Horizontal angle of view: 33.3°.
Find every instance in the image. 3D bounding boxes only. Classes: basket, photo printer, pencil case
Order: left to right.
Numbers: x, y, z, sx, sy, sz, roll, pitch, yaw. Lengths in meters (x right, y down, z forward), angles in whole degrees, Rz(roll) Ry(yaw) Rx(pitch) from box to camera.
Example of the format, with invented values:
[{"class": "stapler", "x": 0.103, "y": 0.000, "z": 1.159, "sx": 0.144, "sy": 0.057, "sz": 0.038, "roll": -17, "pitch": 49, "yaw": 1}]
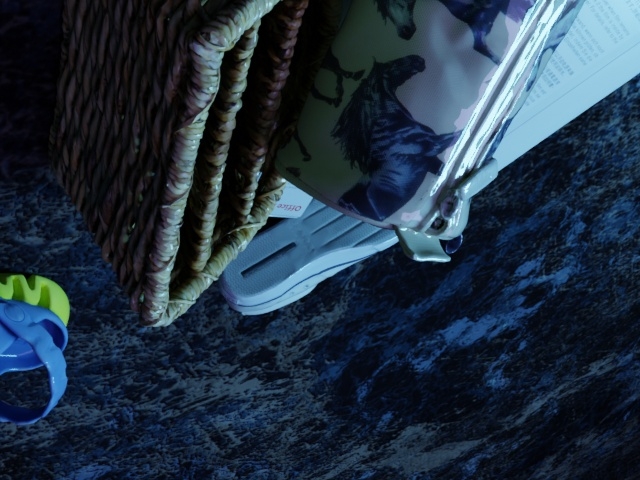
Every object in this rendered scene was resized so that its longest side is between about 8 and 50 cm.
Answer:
[{"class": "basket", "x": -0.072, "y": -0.111, "z": 0.851, "sx": 0.214, "sy": 0.223, "sz": 0.299, "roll": -13, "pitch": 139, "yaw": -32}, {"class": "pencil case", "x": 0.126, "y": -0.190, "z": 0.805, "sx": 0.160, "sy": 0.183, "sz": 0.410, "roll": 7, "pitch": 116, "yaw": -51}, {"class": "photo printer", "x": 0.191, "y": -0.218, "z": 0.987, "sx": 0.308, "sy": 0.107, "sz": 0.256, "roll": -36, "pitch": 133, "yaw": 19}]

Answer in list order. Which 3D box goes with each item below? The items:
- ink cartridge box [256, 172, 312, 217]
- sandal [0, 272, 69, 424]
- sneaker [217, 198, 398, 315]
[{"class": "ink cartridge box", "x": -0.034, "y": -0.085, "z": 1.071, "sx": 0.089, "sy": 0.052, "sz": 0.122, "roll": 4, "pitch": 128, "yaw": -44}, {"class": "sandal", "x": -0.340, "y": 0.090, "z": 0.933, "sx": 0.317, "sy": 0.138, "sz": 0.126, "roll": 8, "pitch": 128, "yaw": -45}, {"class": "sneaker", "x": 0.000, "y": 0.000, "z": 1.191, "sx": 0.258, "sy": 0.094, "sz": 0.091, "roll": -24, "pitch": 166, "yaw": -14}]
